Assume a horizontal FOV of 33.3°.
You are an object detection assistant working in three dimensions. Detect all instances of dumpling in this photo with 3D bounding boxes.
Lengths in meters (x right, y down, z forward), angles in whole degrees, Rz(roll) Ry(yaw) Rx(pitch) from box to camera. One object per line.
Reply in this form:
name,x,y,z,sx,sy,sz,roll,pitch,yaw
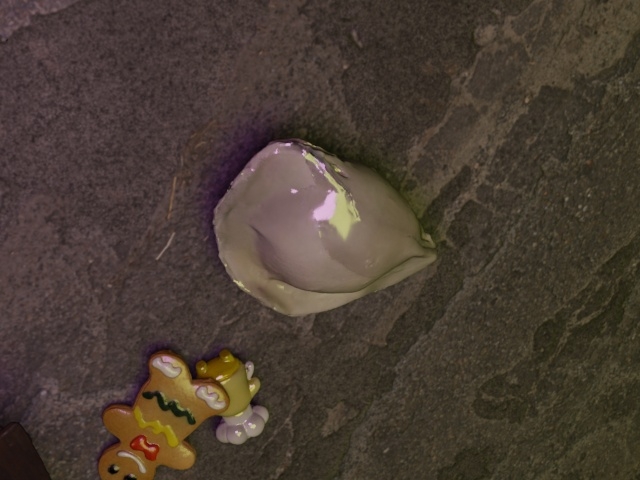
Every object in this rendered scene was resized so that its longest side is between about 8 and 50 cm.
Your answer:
dumpling,0.002,0.001,1.557,0.260,0.181,0.341,-40,156,16

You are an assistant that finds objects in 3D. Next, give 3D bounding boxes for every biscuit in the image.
biscuit,-0.245,0.282,1.583,0.158,0.035,0.240,32,103,-12

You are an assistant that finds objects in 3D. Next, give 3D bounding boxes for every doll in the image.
doll,-0.137,0.244,1.638,0.106,0.062,0.162,-24,119,-7

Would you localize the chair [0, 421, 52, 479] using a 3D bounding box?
chair,-0.408,0.359,1.296,0.241,0.416,0.203,-40,126,-35
